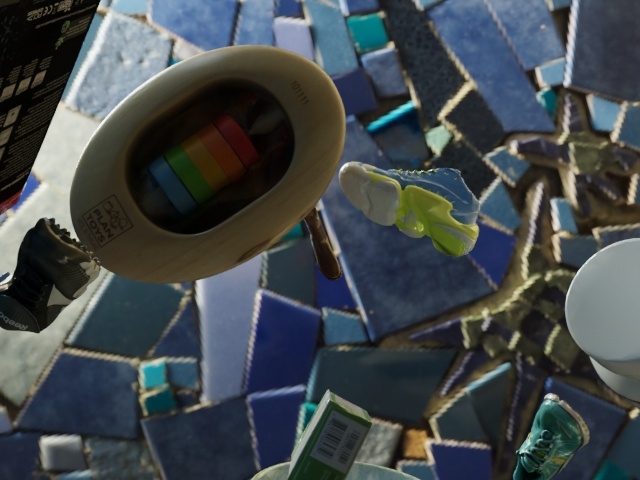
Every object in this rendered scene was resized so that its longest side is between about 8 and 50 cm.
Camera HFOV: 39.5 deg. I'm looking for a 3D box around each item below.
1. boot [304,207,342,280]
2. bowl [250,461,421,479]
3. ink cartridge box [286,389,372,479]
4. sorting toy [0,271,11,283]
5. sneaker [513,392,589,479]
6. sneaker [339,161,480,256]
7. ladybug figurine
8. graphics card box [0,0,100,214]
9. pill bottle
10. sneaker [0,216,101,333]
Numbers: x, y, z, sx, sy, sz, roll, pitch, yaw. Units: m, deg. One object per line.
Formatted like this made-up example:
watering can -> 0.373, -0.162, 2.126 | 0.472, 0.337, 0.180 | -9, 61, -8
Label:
boot -> 0.000, 0.000, 1.483 | 0.114, 0.037, 0.106 | 76, 167, -55
bowl -> 0.033, 0.436, 1.275 | 0.289, 0.289, 0.156 | -160, 74, -69
ink cartridge box -> 0.011, 0.256, 1.138 | 0.062, 0.109, 0.209 | 28, 174, 2
sorting toy -> -0.658, 0.139, 1.428 | 0.047, 0.347, 0.196 | 52, 160, 1
sneaker -> 0.435, 0.397, 1.709 | 0.107, 0.110, 0.275 | 40, 148, 31
sneaker -> 0.149, -0.075, 1.411 | 0.240, 0.126, 0.091 | 32, 146, -3
ladybug figurine -> -0.169, -0.107, 1.347 | 0.305, 0.449, 0.162 | 59, 177, 3
graphics card box -> -0.352, -0.157, 0.917 | 0.094, 0.233, 0.371 | 34, 120, 1
pill bottle -> 0.541, 0.163, 1.345 | 0.392, 0.224, 0.224 | 35, -168, -40
sneaker -> -0.288, 0.048, 0.914 | 0.078, 0.106, 0.234 | 41, 159, -5
